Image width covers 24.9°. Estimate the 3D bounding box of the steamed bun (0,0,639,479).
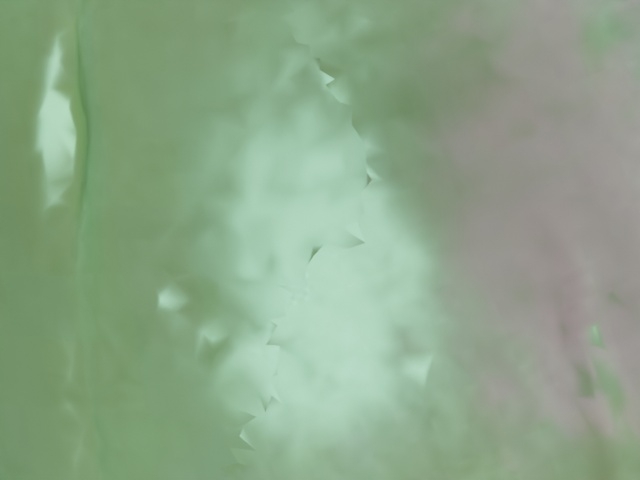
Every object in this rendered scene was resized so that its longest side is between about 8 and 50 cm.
[{"bbox_3d":[0.000,0.000,0.410,0.274,0.272,0.290,-18,79,-24],"label":"steamed bun"}]
